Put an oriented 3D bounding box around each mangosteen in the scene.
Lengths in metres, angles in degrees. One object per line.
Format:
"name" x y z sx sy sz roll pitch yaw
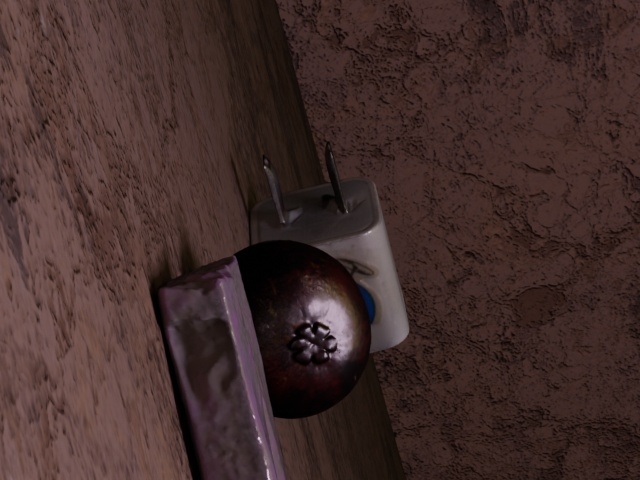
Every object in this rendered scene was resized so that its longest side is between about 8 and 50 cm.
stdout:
"mangosteen" -0.031 0.059 1.382 0.140 0.140 0.140 -13 90 -86

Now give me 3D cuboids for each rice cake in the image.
"rice cake" -0.047 0.159 1.231 0.106 0.050 0.298 15 62 -87

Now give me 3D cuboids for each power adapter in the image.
"power adapter" 0.000 0.000 1.879 0.125 0.130 0.205 -96 171 -61
